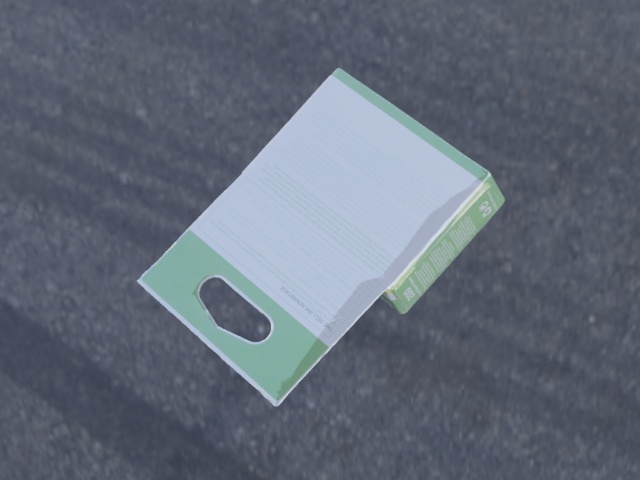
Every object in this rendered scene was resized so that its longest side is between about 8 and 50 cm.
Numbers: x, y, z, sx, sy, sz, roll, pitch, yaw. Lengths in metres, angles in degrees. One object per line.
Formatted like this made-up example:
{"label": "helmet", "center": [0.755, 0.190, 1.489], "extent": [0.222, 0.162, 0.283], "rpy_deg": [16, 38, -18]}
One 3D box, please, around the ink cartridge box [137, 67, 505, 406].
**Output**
{"label": "ink cartridge box", "center": [0.000, 0.000, 1.191], "extent": [0.171, 0.056, 0.235], "rpy_deg": [39, 83, 31]}
